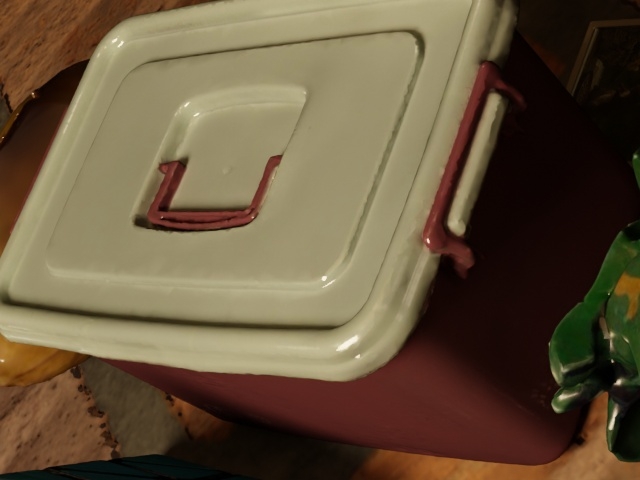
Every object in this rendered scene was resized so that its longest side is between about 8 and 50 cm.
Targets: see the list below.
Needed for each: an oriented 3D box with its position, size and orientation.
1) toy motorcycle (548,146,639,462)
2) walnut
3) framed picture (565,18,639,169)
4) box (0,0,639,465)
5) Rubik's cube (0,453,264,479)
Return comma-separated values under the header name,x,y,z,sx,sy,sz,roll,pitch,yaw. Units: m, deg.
name,x,y,z,sx,sy,sz,roll,pitch,yaw
toy motorcycle,0.173,0.071,0.484,0.125,0.187,0.274,-15,56,-15
walnut,-0.158,-0.019,0.889,0.137,0.137,0.245,-14,53,38
framed picture,0.150,-0.074,0.718,0.066,0.007,0.089,6,67,46
box,0.000,0.000,0.686,0.294,0.167,0.193,1,62,45
Rubik's cube,-0.087,0.178,0.730,0.178,0.211,0.190,-125,49,-72
